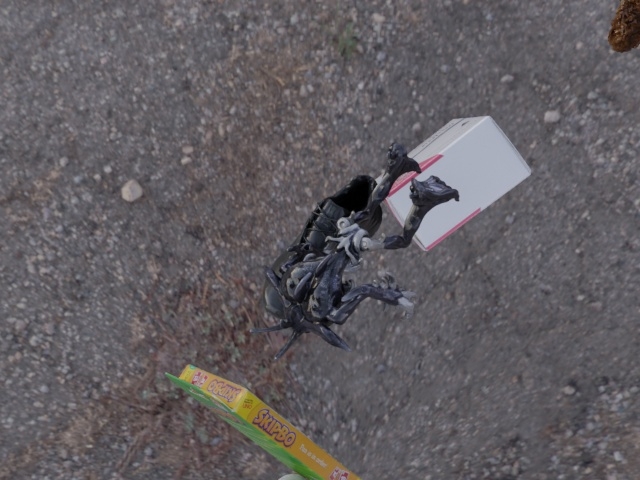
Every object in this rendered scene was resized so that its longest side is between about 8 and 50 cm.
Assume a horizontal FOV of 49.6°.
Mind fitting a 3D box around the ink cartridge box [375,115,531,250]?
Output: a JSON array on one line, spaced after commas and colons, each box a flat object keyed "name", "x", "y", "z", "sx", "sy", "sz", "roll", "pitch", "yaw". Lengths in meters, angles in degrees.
[{"name": "ink cartridge box", "x": 0.206, "y": -0.105, "z": 1.185, "sx": 0.207, "sy": 0.283, "sz": 0.117, "roll": -38, "pitch": 97, "yaw": 5}]

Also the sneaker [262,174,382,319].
[{"name": "sneaker", "x": 0.000, "y": 0.000, "z": 1.121, "sx": 0.109, "sy": 0.130, "sz": 0.286, "roll": 30, "pitch": 65, "yaw": 15}]

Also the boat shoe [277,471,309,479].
[{"name": "boat shoe", "x": 0.035, "y": 0.437, "z": 0.898, "sx": 0.113, "sy": 0.103, "sz": 0.302, "roll": -33, "pitch": 83, "yaw": 21}]

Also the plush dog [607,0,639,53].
[{"name": "plush dog", "x": 0.453, "y": -0.370, "z": 0.894, "sx": 0.225, "sy": 0.210, "sz": 0.263, "roll": -25, "pitch": 112, "yaw": -31}]

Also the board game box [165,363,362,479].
[{"name": "board game box", "x": -0.063, "y": 0.225, "z": 0.818, "sx": 0.124, "sy": 0.259, "sz": 0.039, "roll": 7, "pitch": 60, "yaw": 49}]

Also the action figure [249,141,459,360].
[{"name": "action figure", "x": 0.045, "y": 0.030, "z": 0.815, "sx": 0.276, "sy": 0.141, "sz": 0.164, "roll": -50, "pitch": 52, "yaw": 4}]
